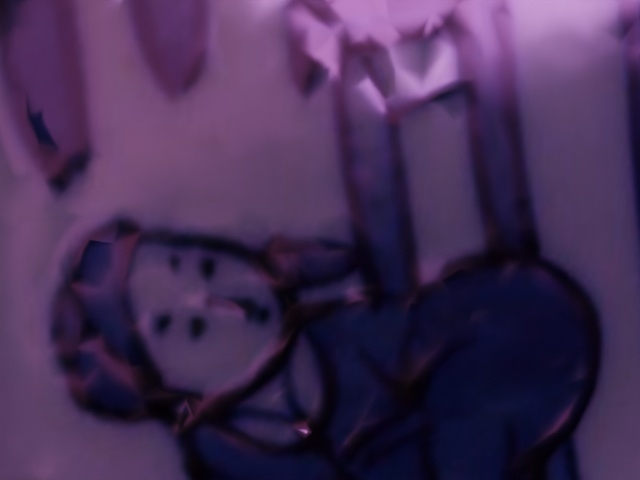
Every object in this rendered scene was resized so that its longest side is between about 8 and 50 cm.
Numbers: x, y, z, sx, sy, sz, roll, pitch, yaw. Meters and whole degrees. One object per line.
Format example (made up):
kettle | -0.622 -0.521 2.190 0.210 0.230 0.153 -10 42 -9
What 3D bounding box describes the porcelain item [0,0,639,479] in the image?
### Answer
porcelain item | 0.000 0.000 0.515 0.286 0.157 0.281 -8 104 -19
